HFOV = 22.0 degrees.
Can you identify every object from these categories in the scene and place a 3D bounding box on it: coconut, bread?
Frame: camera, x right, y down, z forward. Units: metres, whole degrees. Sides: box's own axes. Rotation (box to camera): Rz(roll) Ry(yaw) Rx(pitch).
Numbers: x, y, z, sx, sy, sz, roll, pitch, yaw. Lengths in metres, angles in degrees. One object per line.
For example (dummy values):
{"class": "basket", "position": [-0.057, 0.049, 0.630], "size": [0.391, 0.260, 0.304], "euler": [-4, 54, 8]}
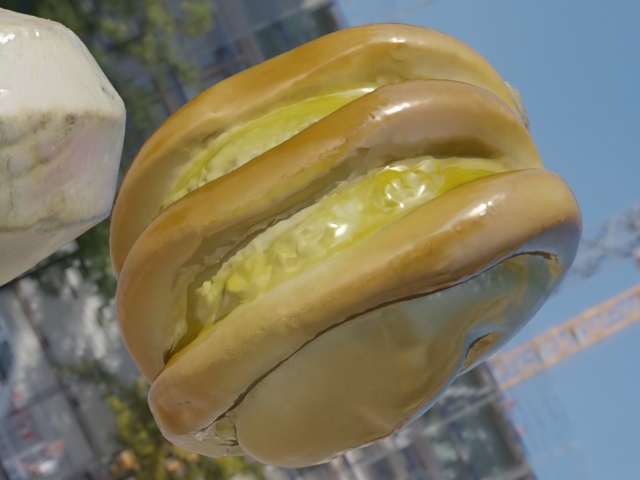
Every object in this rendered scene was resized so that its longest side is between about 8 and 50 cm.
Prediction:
{"class": "coconut", "position": [-0.396, -0.104, 1.916], "size": [0.352, 0.353, 0.352], "euler": [60, -12, 21]}
{"class": "bread", "position": [0.000, 0.000, 1.057], "size": [0.211, 0.316, 0.270], "euler": [52, 17, -26]}
